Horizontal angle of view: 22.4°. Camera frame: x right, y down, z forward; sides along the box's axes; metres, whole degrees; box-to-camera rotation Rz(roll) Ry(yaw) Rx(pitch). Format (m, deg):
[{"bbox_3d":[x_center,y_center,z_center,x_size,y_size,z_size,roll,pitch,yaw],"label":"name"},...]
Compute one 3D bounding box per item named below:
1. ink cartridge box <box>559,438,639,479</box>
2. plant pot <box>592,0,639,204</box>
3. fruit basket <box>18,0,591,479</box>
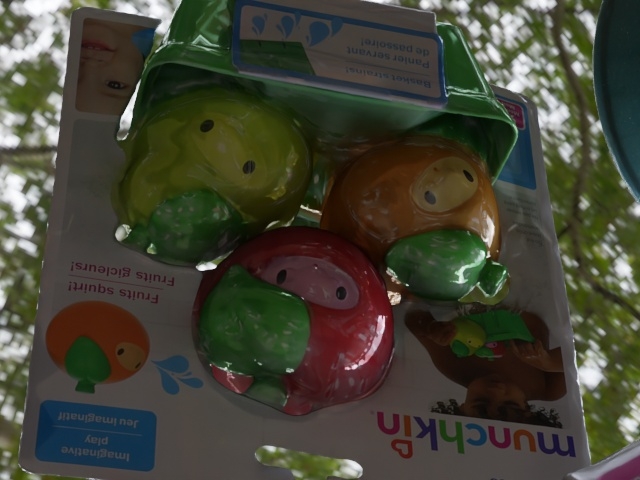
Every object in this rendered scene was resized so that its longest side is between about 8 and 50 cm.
[{"bbox_3d":[0.132,0.215,0.731,0.065,0.186,0.311,36,-56,31],"label":"ink cartridge box"},{"bbox_3d":[0.393,-0.137,1.228,0.255,0.272,0.271,-9,-114,54],"label":"plant pot"},{"bbox_3d":[0.000,0.000,0.962,0.327,0.165,0.353,9,-136,-11],"label":"fruit basket"}]
